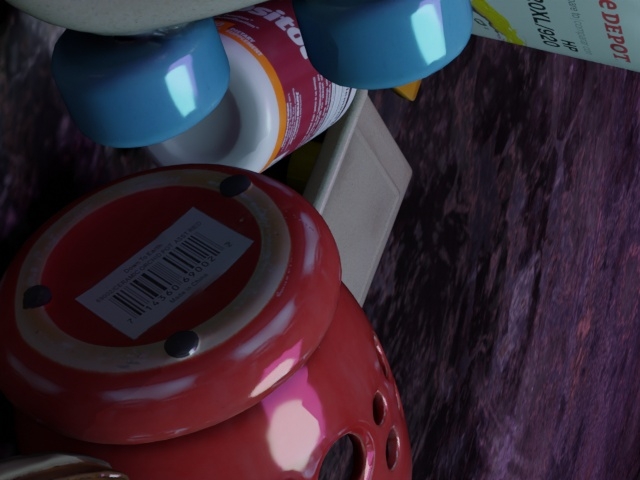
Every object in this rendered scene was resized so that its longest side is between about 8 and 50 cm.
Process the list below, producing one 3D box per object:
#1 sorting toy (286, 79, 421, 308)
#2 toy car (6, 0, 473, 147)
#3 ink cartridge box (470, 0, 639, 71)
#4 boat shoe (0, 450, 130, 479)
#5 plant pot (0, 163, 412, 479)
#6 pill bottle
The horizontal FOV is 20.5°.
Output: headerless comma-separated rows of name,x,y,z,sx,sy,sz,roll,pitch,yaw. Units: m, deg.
sorting toy,0.000,0.000,1.162,0.196,0.047,0.347,58,51,-69
toy car,-0.050,-0.203,0.756,0.238,0.210,0.219,-93,167,-53
ink cartridge box,0.105,-0.220,0.997,0.171,0.233,0.168,52,56,-65
boat shoe,-0.173,0.204,0.664,0.324,0.120,0.122,-36,139,-37
plant pot,-0.062,0.069,0.858,0.191,0.191,0.174,-58,145,-37
pill bottle,-0.032,-0.088,0.953,0.152,0.086,0.086,-39,140,-58
